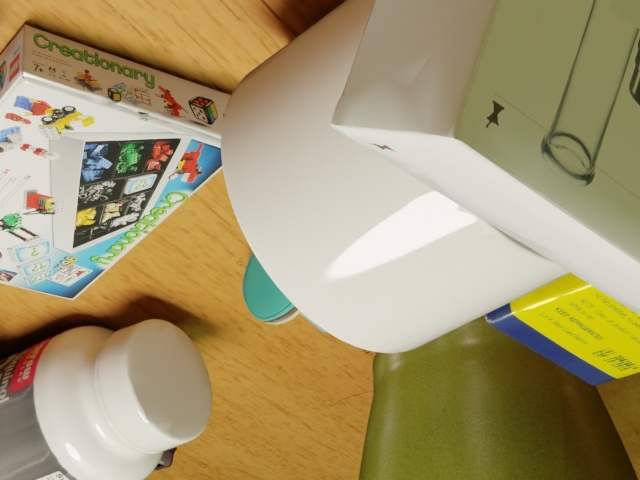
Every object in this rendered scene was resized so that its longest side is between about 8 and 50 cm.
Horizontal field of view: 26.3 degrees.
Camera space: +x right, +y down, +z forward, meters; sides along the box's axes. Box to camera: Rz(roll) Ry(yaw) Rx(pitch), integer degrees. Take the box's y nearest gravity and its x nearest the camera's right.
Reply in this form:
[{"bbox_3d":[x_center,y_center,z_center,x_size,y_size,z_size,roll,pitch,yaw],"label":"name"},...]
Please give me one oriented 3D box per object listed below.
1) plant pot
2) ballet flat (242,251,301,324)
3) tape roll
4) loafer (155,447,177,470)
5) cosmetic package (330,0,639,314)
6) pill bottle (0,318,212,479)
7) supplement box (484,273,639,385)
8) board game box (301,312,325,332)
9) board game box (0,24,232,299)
[{"bbox_3d":[0.188,0.275,1.483,0.366,0.353,0.366,-4,152,-2],"label":"plant pot"},{"bbox_3d":[0.000,0.000,1.248,0.086,0.086,0.248,6,149,-18],"label":"ballet flat"},{"bbox_3d":[0.074,-0.061,0.970,0.246,0.246,0.169,20,142,-38],"label":"tape roll"},{"bbox_3d":[-0.282,0.264,1.654,0.302,0.095,0.109,-28,143,36],"label":"loafer"},{"bbox_3d":[0.197,-0.123,0.830,0.097,0.284,0.377,13,171,45],"label":"cosmetic package"},{"bbox_3d":[-0.274,0.193,1.444,0.318,0.176,0.176,-23,146,30],"label":"pill bottle"},{"bbox_3d":[0.318,-0.044,1.089,0.356,0.195,0.194,-22,147,29],"label":"supplement box"},{"bbox_3d":[0.048,0.045,1.381,0.154,0.026,0.103,-17,149,21],"label":"board game box"},{"bbox_3d":[-0.223,-0.050,1.139,0.193,0.053,0.305,16,145,-32],"label":"board game box"}]
